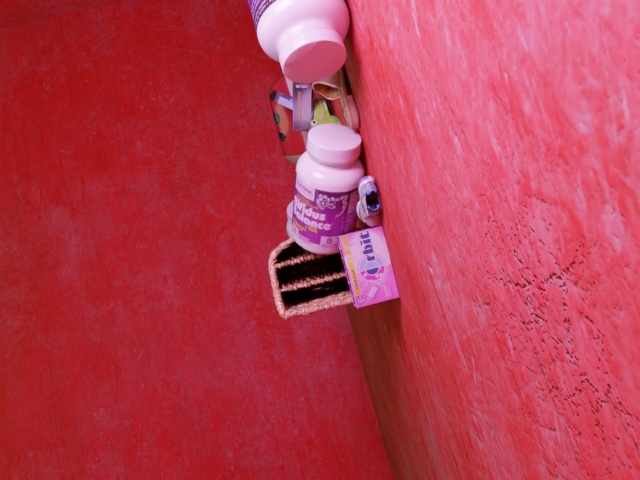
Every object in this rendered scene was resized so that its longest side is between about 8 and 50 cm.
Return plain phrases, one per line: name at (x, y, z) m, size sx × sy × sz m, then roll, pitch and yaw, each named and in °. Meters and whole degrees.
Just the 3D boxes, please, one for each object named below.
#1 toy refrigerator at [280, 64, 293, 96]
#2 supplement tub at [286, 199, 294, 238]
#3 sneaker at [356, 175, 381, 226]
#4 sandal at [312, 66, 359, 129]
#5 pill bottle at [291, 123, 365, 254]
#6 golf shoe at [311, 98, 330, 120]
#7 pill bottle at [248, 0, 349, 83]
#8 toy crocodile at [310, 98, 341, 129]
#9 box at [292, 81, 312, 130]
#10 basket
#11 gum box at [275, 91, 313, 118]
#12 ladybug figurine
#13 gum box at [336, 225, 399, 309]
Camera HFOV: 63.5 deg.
toy refrigerator at (-0.101, -0.662, 1.969) m, size 0.269 × 0.094 × 0.102 m, roll -105°, pitch -2°, yaw -49°
supplement tub at (0.000, 0.000, 1.939) m, size 0.228 × 0.229 × 0.316 m, roll -109°, pitch 5°, yaw -55°
sneaker at (0.112, -0.077, 1.175) m, size 0.058 × 0.052 × 0.135 m, roll -114°, pitch 8°, yaw -47°
sandal at (0.022, -0.359, 1.205) m, size 0.088 × 0.079 × 0.240 m, roll 83°, pitch 172°, yaw -69°
pill bottle at (0.018, -0.126, 1.280) m, size 0.169 × 0.169 × 0.301 m, roll -108°, pitch 18°, yaw -48°
golf shoe at (0.007, -0.356, 1.618) m, size 0.086 × 0.068 × 0.186 m, roll 84°, pitch 171°, yaw -63°
pill bottle at (-0.052, -0.478, 1.011) m, size 0.181 × 0.182 × 0.322 m, roll 85°, pitch 171°, yaw -73°
toy crocodile at (0.025, -0.242, 1.482) m, size 0.115 × 0.105 × 0.340 m, roll 93°, pitch 163°, yaw -80°
box at (-0.050, -0.468, 1.527) m, size 0.183 × 0.056 × 0.231 m, roll 94°, pitch 179°, yaw -56°
basket at (0.008, 0.069, 1.442) m, size 0.223 × 0.299 × 0.213 m, roll -111°, pitch 8°, yaw -86°
gum box at (-0.087, -0.502, 1.934) m, size 0.041 × 0.157 × 0.184 m, roll -64°, pitch 15°, yaw 12°
ladybug figurine at (-0.117, -0.520, 2.254) m, size 0.305 × 0.162 × 0.449 m, roll -112°, pitch 8°, yaw -70°
gum box at (0.115, 0.067, 1.251) m, size 0.062 × 0.107 × 0.188 m, roll -149°, pitch 45°, yaw -86°
